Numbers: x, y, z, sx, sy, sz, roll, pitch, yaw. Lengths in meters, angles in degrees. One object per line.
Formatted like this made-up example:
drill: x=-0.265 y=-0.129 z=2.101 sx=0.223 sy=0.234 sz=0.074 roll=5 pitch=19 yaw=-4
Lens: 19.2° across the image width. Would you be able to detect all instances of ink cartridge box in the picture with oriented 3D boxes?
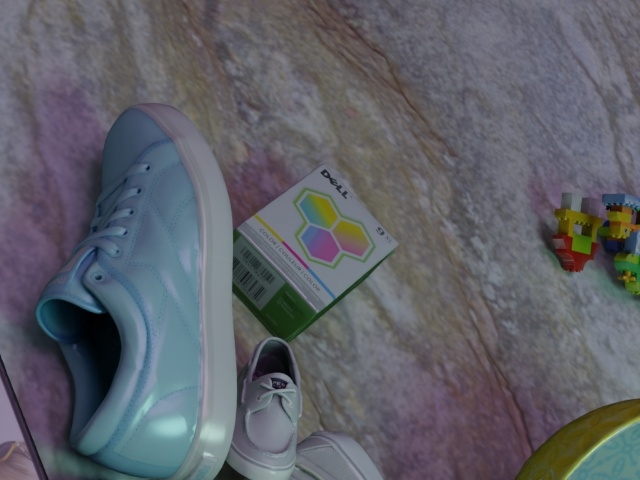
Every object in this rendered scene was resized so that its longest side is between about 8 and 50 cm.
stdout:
ink cartridge box: x=0.000 y=0.000 z=1.793 sx=0.109 sy=0.062 sz=0.209 roll=47 pitch=42 yaw=5

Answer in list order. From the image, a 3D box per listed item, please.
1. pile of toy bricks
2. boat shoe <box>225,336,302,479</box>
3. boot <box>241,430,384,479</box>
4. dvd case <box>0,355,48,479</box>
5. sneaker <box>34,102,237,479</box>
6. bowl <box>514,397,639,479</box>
pile of toy bricks: x=0.351 y=0.016 z=2.035 sx=0.212 sy=0.118 sz=0.105 roll=12 pitch=83 yaw=-42
boat shoe: x=-0.042 y=0.140 z=1.599 sx=0.066 sy=0.063 sz=0.184 roll=19 pitch=22 yaw=-3
boot: x=0.035 y=0.284 z=1.583 sx=0.123 sy=0.095 sz=0.258 roll=-25 pitch=66 yaw=-40
dvd case: x=-0.288 y=0.194 z=1.395 sx=0.180 sy=0.022 sz=0.253 roll=-16 pitch=71 yaw=-25
sneaker: x=-0.164 y=0.025 z=1.592 sx=0.150 sy=0.135 sz=0.366 roll=15 pitch=49 yaw=-35
bowl: x=0.259 y=0.260 z=1.690 sx=0.289 sy=0.289 sz=0.156 roll=14 pitch=7 yaw=-29
